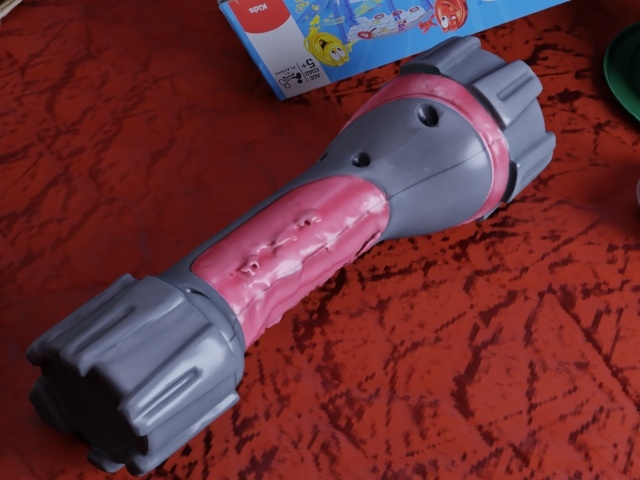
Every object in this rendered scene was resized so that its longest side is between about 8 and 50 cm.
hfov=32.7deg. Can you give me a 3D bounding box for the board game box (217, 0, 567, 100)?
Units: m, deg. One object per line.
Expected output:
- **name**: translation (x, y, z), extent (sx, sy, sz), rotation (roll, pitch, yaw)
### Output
- **board game box**: translation (0.096, -0.263, 0.736), extent (0.302, 0.086, 0.308), rotation (-16, 43, 20)

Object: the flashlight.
- **flashlight**: translation (0.000, 0.000, 0.559), extent (0.103, 0.103, 0.304), rotation (35, 52, 22)

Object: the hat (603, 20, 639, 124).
- **hat**: translation (0.280, -0.170, 0.688), extent (0.208, 0.183, 0.173), rotation (36, 51, 26)

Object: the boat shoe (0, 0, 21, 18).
- **boat shoe**: translation (-0.246, -0.148, 0.702), extent (0.059, 0.063, 0.170), rotation (16, 46, 18)

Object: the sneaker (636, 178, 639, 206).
- **sneaker**: translation (0.234, -0.002, 0.619), extent (0.070, 0.051, 0.134), rotation (-19, 48, -20)
